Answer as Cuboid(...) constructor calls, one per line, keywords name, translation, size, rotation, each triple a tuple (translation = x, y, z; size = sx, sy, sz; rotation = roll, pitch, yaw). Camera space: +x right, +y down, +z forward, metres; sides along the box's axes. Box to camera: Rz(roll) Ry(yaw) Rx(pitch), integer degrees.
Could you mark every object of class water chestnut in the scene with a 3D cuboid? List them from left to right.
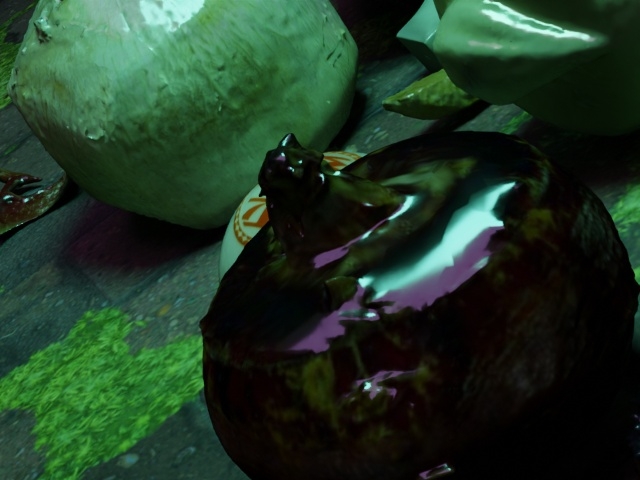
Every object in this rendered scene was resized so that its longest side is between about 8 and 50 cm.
Cuboid(name="water chestnut", translation=(0.058, 0.043, 1.040), size=(0.350, 0.302, 0.350), rotation=(-27, 23, 13))

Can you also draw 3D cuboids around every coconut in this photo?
Cuboid(name="coconut", translation=(-0.183, -0.227, 1.684), size=(0.404, 0.405, 0.404), rotation=(-25, 28, 14))

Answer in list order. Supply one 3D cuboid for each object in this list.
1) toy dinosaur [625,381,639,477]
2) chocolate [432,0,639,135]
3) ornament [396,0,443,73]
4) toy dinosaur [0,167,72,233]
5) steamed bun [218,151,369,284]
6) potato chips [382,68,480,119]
Cuboid(name="toy dinosaur", translation=(0.236, 0.144, 0.957), size=(0.049, 0.055, 0.154), rotation=(-20, 27, 15))
Cuboid(name="chocolate", translation=(0.263, -0.256, 1.316), size=(0.297, 0.314, 0.326), rotation=(-48, -6, -30))
Cuboid(name="ornament", translation=(0.209, -0.315, 1.681), size=(0.130, 0.120, 0.285), rotation=(9, 49, 50))
Cuboid(name="toy dinosaur", translation=(-0.472, -0.068, 2.001), size=(0.327, 0.113, 0.206), rotation=(1, 42, 45))
Cuboid(name="steamed bun", translation=(0.000, 0.000, 1.346), size=(0.231, 0.145, 0.232), rotation=(-25, 27, 14))
Cuboid(name="potato chips", translation=(0.241, -0.254, 1.595), size=(0.407, 0.080, 0.057), rotation=(-43, 12, -16))
